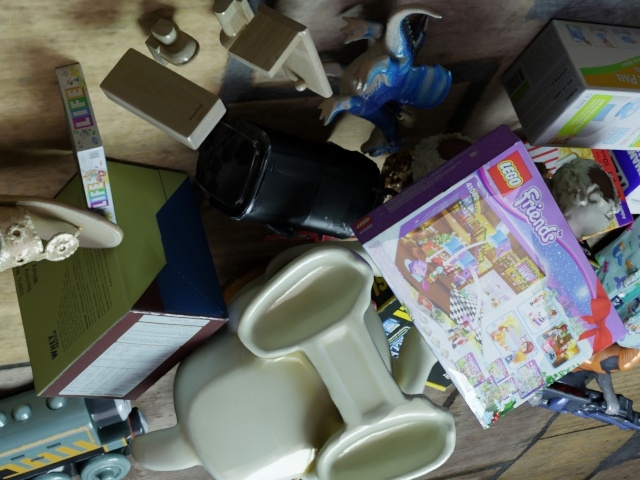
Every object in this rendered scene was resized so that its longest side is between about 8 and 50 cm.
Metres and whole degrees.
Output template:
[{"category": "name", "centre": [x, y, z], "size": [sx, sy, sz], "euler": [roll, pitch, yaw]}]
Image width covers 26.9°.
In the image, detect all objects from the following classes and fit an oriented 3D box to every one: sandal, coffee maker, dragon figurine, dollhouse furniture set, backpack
[{"category": "sandal", "centre": [-0.330, -0.006, 1.375], "size": [0.240, 0.079, 0.088], "euler": [18, 151, -4]}, {"category": "coffee maker", "centre": [-0.024, -0.069, 1.493], "size": [0.178, 0.120, 0.171], "euler": [9, 173, -43]}, {"category": "dragon figurine", "centre": [0.084, -0.185, 1.421], "size": [0.144, 0.085, 0.289], "euler": [-5, 154, -30]}, {"category": "dollhouse furniture set", "centre": [-0.099, -0.149, 1.310], "size": [0.151, 0.144, 0.123], "euler": [-54, 156, -12]}, {"category": "backpack", "centre": [0.551, 0.053, 2.067], "size": [0.225, 0.191, 0.253], "euler": [11, 133, -28]}]

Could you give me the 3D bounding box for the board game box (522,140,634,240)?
[{"category": "board game box", "centre": [0.285, -0.058, 1.722], "size": [0.193, 0.147, 0.045], "euler": [-21, 178, 2]}]

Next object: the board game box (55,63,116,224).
[{"category": "board game box", "centre": [-0.239, -0.093, 1.365], "size": [0.026, 0.103, 0.154], "euler": [-14, 152, -10]}]

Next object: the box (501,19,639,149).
[{"category": "box", "centre": [0.337, -0.180, 1.577], "size": [0.203, 0.103, 0.114], "euler": [0, 148, -33]}]

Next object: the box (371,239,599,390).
[{"category": "box", "centre": [0.199, 0.074, 1.917], "size": [0.257, 0.079, 0.322], "euler": [24, 124, -40]}]

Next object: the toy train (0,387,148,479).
[{"category": "toy train", "centre": [-0.422, 0.296, 1.950], "size": [0.334, 0.142, 0.190], "euler": [-17, 143, -5]}]

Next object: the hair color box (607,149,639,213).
[{"category": "hair color box", "centre": [0.518, -0.167, 1.718], "size": [0.185, 0.110, 0.339], "euler": [0, 146, -35]}]

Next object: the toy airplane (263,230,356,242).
[{"category": "toy airplane", "centre": [0.000, 0.000, 1.773], "size": [0.151, 0.028, 0.151], "euler": [-4, 150, -2]}]

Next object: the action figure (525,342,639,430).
[{"category": "action figure", "centre": [0.483, 0.212, 2.338], "size": [0.341, 0.178, 0.330], "euler": [22, 143, -18]}]

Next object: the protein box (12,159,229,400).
[{"category": "protein box", "centre": [-0.235, 0.049, 1.526], "size": [0.136, 0.200, 0.201], "euler": [9, 142, -41]}]

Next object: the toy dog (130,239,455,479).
[{"category": "toy dog", "centre": [-0.025, 0.161, 1.669], "size": [0.395, 0.284, 0.408], "euler": [-37, -172, 8]}]

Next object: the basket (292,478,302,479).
[{"category": "basket", "centre": [-0.010, 0.287, 2.018], "size": [0.213, 0.299, 0.223], "euler": [-2, 116, 3]}]

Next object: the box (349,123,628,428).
[{"category": "box", "centre": [0.191, 0.045, 1.473], "size": [0.201, 0.057, 0.293], "euler": [-33, 118, 1]}]

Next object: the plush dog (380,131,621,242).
[{"category": "plush dog", "centre": [0.191, -0.035, 1.599], "size": [0.262, 0.225, 0.211], "euler": [9, 112, -19]}]
